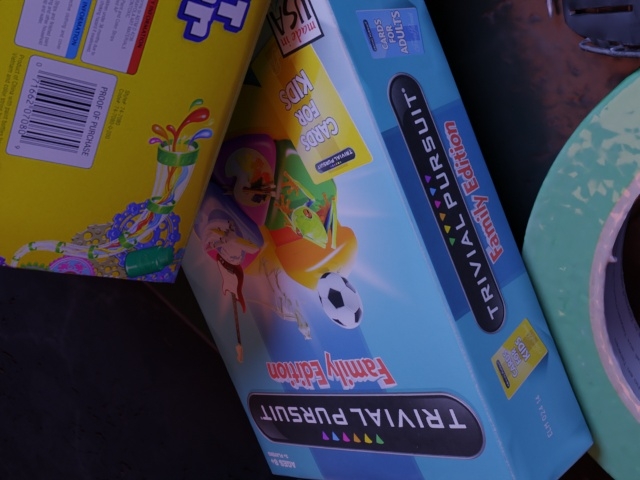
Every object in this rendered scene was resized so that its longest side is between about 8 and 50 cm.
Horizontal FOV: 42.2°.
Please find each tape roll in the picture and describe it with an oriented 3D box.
[{"bbox_3d":[0.278,0.027,0.458,0.321,0.077,0.321,10,112,26],"label":"tape roll"}]

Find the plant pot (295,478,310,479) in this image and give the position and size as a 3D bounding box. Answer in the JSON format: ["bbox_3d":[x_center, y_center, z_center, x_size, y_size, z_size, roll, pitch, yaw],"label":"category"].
[{"bbox_3d":[-0.050,0.341,0.631,0.323,0.323,0.280,43,110,9],"label":"plant pot"}]

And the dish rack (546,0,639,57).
[{"bbox_3d":[0.120,-0.219,0.391,0.074,0.208,0.271,-14,105,-4],"label":"dish rack"}]

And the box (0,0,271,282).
[{"bbox_3d":[-0.165,-0.173,0.471,0.279,0.177,0.289,43,117,49],"label":"box"}]

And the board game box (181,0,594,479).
[{"bbox_3d":[0.000,0.000,0.553,0.254,0.079,0.335,-14,100,52],"label":"board game box"}]
